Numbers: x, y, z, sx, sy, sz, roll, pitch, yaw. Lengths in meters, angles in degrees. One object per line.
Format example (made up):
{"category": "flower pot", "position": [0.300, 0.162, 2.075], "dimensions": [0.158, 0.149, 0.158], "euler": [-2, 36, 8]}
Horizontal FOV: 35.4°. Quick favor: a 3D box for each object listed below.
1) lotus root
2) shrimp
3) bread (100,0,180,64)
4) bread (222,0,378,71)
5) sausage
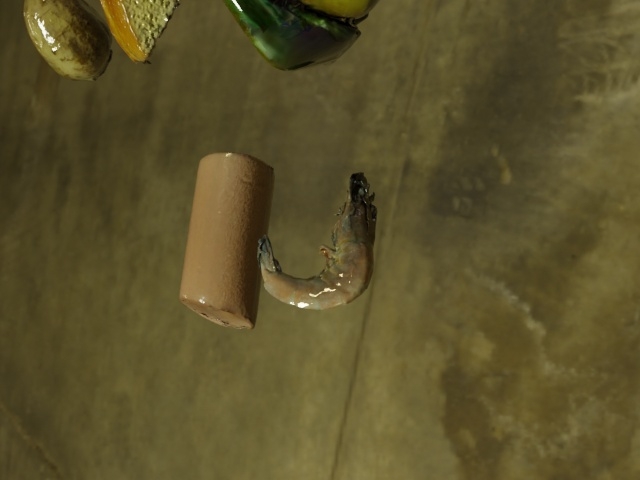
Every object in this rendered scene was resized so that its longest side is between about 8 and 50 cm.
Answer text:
{"category": "lotus root", "position": [-0.439, -0.366, 1.716], "dimensions": [0.138, 0.214, 0.138], "euler": [-29, 21, 12]}
{"category": "shrimp", "position": [0.000, 0.000, 1.267], "dimensions": [0.046, 0.152, 0.219], "euler": [70, -153, -48]}
{"category": "bread", "position": [-0.263, -0.404, 1.512], "dimensions": [0.260, 0.134, 0.129], "euler": [-64, 20, 5]}
{"category": "bread", "position": [-0.028, -0.340, 1.185], "dimensions": [0.208, 0.251, 0.376], "euler": [-40, 8, 16]}
{"category": "sausage", "position": [-0.141, 0.005, 1.516], "dimensions": [0.123, 0.123, 0.253], "euler": [-23, 55, 56]}
